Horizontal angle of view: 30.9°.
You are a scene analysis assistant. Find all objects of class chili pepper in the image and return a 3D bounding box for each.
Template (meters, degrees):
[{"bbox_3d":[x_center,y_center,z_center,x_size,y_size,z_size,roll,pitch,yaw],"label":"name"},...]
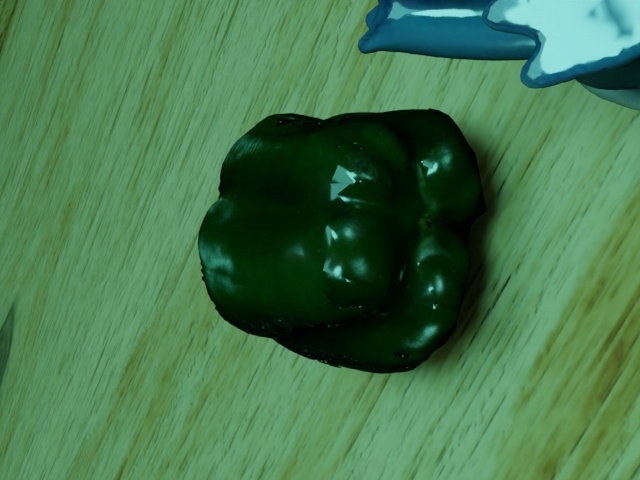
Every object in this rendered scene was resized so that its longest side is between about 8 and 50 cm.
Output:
[{"bbox_3d":[0.000,0.000,0.780,0.261,0.165,0.174,-2,90,61],"label":"chili pepper"}]

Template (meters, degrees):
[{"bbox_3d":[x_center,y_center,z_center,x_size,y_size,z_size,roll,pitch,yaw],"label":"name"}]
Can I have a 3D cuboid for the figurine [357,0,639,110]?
[{"bbox_3d":[0.174,-0.158,0.461,0.298,0.243,0.416,-63,33,15],"label":"figurine"}]
